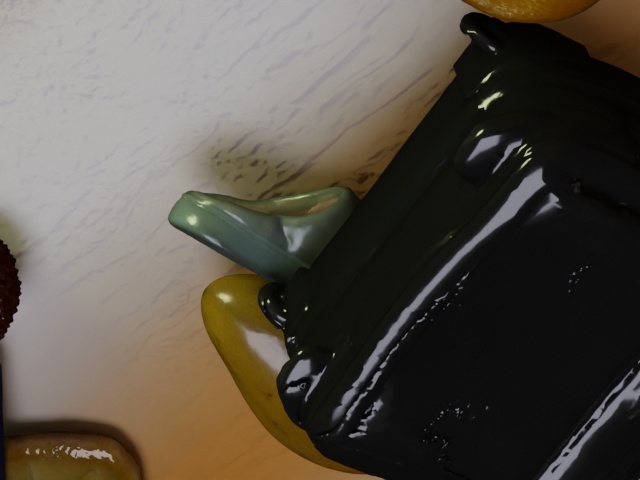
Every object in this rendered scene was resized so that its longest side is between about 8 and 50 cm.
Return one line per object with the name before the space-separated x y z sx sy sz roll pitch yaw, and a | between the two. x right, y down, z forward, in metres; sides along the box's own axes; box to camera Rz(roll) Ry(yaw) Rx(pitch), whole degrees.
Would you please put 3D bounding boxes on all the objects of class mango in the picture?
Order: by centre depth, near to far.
mango | -0.010 0.116 1.640 0.253 0.113 0.138 41 148 -26

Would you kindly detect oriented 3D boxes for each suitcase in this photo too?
suitcase | 0.170 0.042 1.431 0.339 0.188 0.345 22 120 -26

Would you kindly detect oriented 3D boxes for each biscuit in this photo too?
biscuit | -0.273 0.258 1.897 0.203 0.041 0.260 34 134 -19

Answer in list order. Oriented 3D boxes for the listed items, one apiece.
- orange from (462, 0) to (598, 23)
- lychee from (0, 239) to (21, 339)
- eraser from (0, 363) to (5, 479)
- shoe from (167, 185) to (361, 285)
orange | 0.138 -0.221 1.273 0.154 0.134 0.155 22 156 10
lychee | -0.318 0.043 1.646 0.123 0.123 0.129 25 113 -12
eraser | -0.355 0.201 1.769 0.081 0.124 0.279 15 126 14
shoe | 0.000 0.000 1.549 0.251 0.103 0.100 23 98 -26
